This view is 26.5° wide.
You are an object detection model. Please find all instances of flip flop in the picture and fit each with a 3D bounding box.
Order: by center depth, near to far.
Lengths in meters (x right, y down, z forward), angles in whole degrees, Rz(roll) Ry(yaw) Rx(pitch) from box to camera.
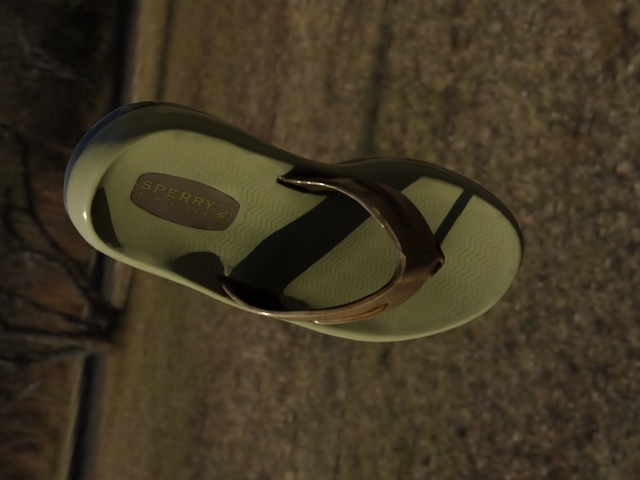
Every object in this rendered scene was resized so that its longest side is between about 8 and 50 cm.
[{"bbox_3d":[0.000,0.000,0.713,0.080,0.277,0.112,38,107,52],"label":"flip flop"}]
